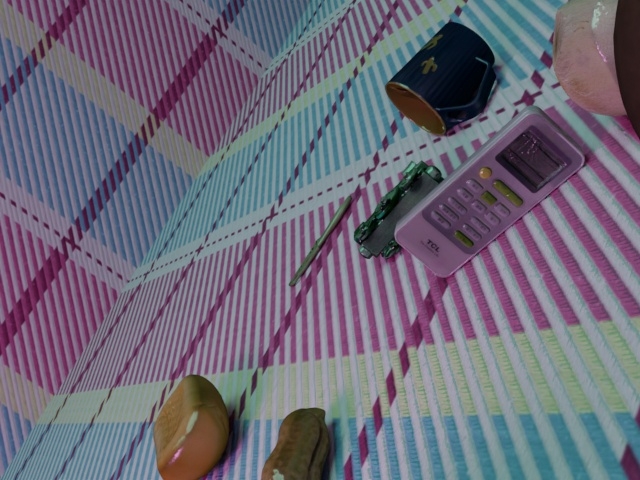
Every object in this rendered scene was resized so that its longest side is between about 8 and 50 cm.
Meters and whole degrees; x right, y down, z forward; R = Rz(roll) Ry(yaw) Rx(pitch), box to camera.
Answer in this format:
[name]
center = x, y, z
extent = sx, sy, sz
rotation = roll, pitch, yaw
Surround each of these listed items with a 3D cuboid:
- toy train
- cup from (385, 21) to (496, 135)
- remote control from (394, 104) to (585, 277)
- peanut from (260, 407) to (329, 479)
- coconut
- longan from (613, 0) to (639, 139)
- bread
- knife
[toy train]
center = 0.122, -0.048, 1.411
extent = 0.178, 0.071, 0.104
rotation = -50, 7, 11
[cup]
center = 0.220, -0.270, 1.527
extent = 0.176, 0.131, 0.155
rotation = 31, 79, 42
[remote control]
center = 0.210, -0.057, 1.152
extent = 0.250, 0.103, 0.034
rotation = -42, 18, 26
[peanut]
center = -0.032, 0.281, 1.157
extent = 0.080, 0.080, 0.174
rotation = -39, 18, 35
[coconut]
center = 0.348, -0.224, 1.043
extent = 0.161, 0.161, 0.162
rotation = -55, 19, -8
[longan]
center = 0.366, -0.153, 0.683
extent = 0.297, 0.297, 0.297
rotation = -46, 19, 21
[bread]
center = -0.206, 0.312, 1.484
extent = 0.147, 0.098, 0.217
rotation = -52, 15, 5
[knife]
center = 0.000, 0.000, 1.704
extent = 0.207, 0.014, 0.030
rotation = -56, 20, -9
